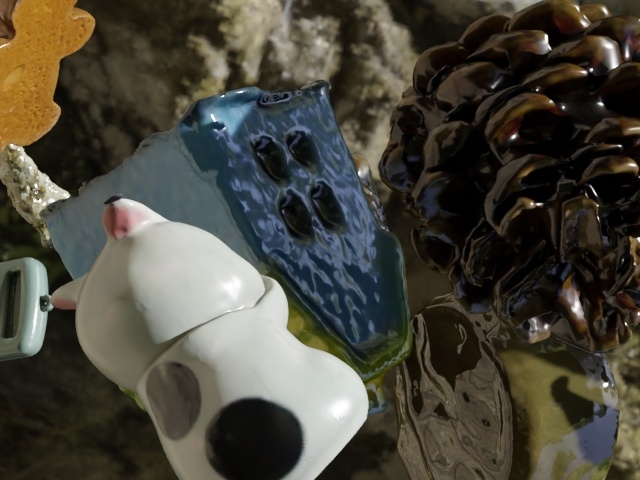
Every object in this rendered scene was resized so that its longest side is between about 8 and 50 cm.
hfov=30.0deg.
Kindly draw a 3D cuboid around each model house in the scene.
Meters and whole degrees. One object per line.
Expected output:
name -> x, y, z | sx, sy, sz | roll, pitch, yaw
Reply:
model house -> -0.066, 0.036, 1.056 | 0.237, 0.303, 0.215 | -29, 169, 38

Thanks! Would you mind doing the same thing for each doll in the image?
doll -> -0.059, 0.067, 0.655 | 0.110, 0.181, 0.107 | -47, 163, 30

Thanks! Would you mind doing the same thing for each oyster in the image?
oyster -> -0.395, -0.056, 1.697 | 0.061, 0.199, 0.106 | -3, -120, 51

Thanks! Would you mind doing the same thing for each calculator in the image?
calculator -> -0.468, 0.103, 1.637 | 0.045, 0.246, 0.141 | 39, 46, -59

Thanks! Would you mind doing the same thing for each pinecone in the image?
pinecone -> 0.161, -0.048, 0.837 | 0.257, 0.243, 0.244 | -63, 173, -53

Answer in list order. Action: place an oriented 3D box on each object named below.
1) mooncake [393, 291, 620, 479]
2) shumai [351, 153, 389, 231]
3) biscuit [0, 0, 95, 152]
mooncake -> 0.193, 0.188, 1.346 | 0.284, 0.155, 0.285 | 17, -71, 63
shumai -> -0.001, -0.003, 1.698 | 0.184, 0.185, 0.218 | -110, -173, -56
biscuit -> -0.358, -0.221, 1.426 | 0.205, 0.049, 0.324 | -37, 164, -43
